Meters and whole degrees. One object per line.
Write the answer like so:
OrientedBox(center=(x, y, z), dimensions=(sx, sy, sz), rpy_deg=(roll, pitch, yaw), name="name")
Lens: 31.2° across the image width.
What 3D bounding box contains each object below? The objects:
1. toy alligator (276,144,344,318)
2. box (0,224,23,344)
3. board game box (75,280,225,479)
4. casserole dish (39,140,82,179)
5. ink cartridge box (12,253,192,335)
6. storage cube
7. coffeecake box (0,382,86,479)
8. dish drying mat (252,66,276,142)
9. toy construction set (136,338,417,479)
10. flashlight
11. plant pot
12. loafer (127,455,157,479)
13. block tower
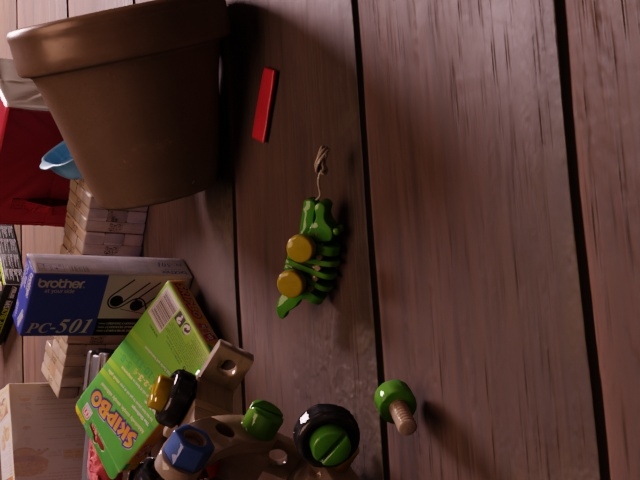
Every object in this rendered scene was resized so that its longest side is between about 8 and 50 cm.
OrientedBox(center=(0.000, 0.000, 1.158), dimensions=(0.051, 0.056, 0.189), rpy_deg=(21, 110, 14), name="toy alligator")
OrientedBox(center=(-0.613, 0.070, 2.169), dimensions=(0.184, 0.045, 0.190), rpy_deg=(-57, 42, 37), name="box")
OrientedBox(center=(-0.220, 0.181, 1.452), dimensions=(0.259, 0.039, 0.124), rpy_deg=(-49, 59, 27), name="board game box")
OrientedBox(center=(-0.296, -0.139, 1.571), dimensions=(0.114, 0.188, 0.037), rpy_deg=(19, 143, 58), name="casserole dish")
OrientedBox(center=(-0.274, 0.071, 1.448), dimensions=(0.046, 0.207, 0.097), rpy_deg=(54, 132, 47), name="ink cartridge box")
OrientedBox(center=(-0.427, -0.150, 1.740), dimensions=(0.215, 0.184, 0.193), rpy_deg=(53, 131, 47), name="storage cube")
OrientedBox(center=(-0.394, 0.306, 1.694), dimensions=(0.068, 0.142, 0.185), rpy_deg=(-35, 59, 54), name="coffeecake box")
OrientedBox(center=(-0.063, -0.155, 1.309), dimensions=(0.032, 0.008, 0.083), rpy_deg=(30, 115, 56), name="dish drying mat")
OrientedBox(center=(-0.064, 0.246, 1.128), dimensions=(0.237, 0.257, 0.309), rpy_deg=(-116, 28, -64), name="toy construction set")
OrientedBox(center=(-0.288, 0.305, 1.570), dimensions=(0.103, 0.103, 0.304), rpy_deg=(21, -105, -83), name="flashlight")
OrientedBox(center=(-0.220, -0.164, 1.376), dimensions=(0.263, 0.263, 0.229), rpy_deg=(11, 116, 59), name="plant pot")
OrientedBox(center=(-0.201, 0.341, 1.434), dimensions=(0.220, 0.078, 0.080), rpy_deg=(36, 118, 54), name="loafer")
OrientedBox(center=(-0.322, 0.054, 1.644), dimensions=(0.097, 0.091, 0.335), rpy_deg=(37, 119, 53), name="block tower")
